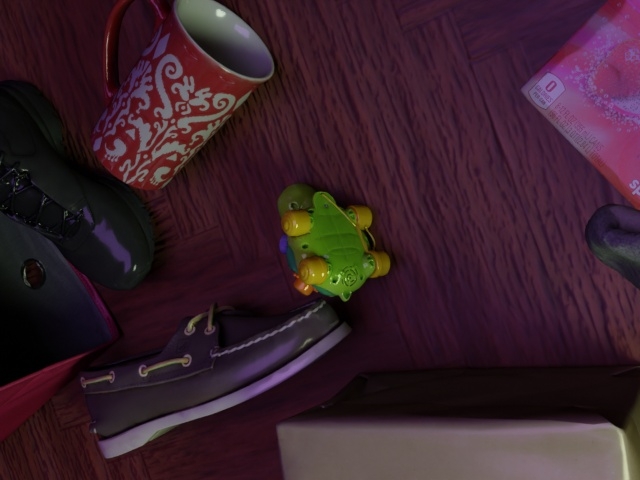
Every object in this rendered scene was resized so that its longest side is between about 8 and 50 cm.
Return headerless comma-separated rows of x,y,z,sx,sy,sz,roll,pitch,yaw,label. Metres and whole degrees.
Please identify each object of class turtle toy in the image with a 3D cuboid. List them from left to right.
0.000,0.000,0.947,0.066,0.095,0.130,-47,56,47,turtle toy

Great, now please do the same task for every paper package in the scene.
0.144,0.283,0.869,0.310,0.168,0.324,-6,96,27,paper package

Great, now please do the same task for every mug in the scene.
-0.146,-0.150,0.990,0.169,0.113,0.150,-46,59,29,mug

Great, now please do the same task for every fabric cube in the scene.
-0.425,0.098,1.076,0.258,0.259,0.254,-41,80,28,fabric cube

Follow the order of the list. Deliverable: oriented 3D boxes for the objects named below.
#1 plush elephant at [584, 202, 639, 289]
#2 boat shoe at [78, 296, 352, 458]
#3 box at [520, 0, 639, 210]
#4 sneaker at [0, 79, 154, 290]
0.298,0.021,0.539,0.272,0.255,0.330,41,113,14,plush elephant
-0.116,0.120,1.006,0.324,0.117,0.096,-27,88,33,boat shoe
0.315,-0.060,0.743,0.300,0.142,0.154,49,115,12,box
-0.292,-0.050,1.058,0.286,0.130,0.109,43,112,13,sneaker
